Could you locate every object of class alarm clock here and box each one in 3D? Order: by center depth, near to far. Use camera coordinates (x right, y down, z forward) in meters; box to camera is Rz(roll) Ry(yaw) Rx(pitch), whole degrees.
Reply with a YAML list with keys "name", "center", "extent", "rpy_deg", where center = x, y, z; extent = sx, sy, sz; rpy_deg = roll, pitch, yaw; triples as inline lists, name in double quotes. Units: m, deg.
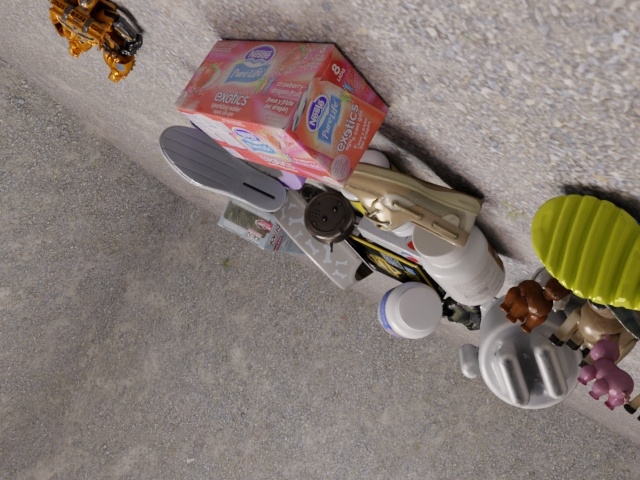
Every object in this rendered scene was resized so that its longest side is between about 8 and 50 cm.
- name: "alarm clock"
  center: [0.011, -0.073, 1.533]
  extent: [0.192, 0.129, 0.064]
  rpy_deg: [50, 179, 25]

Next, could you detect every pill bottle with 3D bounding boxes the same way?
- name: "pill bottle"
  center: [0.122, -0.081, 1.129]
  extent: [0.103, 0.103, 0.184]
  rpy_deg: [23, 169, 44]
- name: "pill bottle"
  center: [0.269, 0.031, 1.180]
  extent: [0.131, 0.131, 0.229]
  rpy_deg: [24, 170, 39]
- name: "pill bottle"
  center: [0.245, 0.191, 1.640]
  extent: [0.152, 0.152, 0.272]
  rpy_deg: [30, 173, 3]

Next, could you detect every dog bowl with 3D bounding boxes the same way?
- name: "dog bowl"
  center: [0.000, 0.000, 1.735]
  extent: [0.349, 0.102, 0.349]
  rpy_deg: [46, -179, -1]

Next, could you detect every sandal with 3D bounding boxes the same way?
- name: "sandal"
  center: [0.418, 0.039, 0.761]
  extent: [0.317, 0.126, 0.138]
  rpy_deg: [34, -162, 32]

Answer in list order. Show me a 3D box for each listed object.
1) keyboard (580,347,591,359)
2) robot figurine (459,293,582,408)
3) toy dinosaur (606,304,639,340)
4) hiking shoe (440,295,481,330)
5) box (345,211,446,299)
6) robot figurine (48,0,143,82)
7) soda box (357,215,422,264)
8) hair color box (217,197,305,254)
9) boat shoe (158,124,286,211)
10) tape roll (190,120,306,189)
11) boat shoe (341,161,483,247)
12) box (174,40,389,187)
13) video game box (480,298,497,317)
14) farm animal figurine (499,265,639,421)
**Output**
- name: "keyboard"
  center: [0.756, 0.334, 1.672]
  extent: [0.108, 0.023, 0.180]
  rpy_deg: [35, 175, 19]
- name: "robot figurine"
  center: [0.443, 0.227, 1.297]
  extent: [0.300, 0.200, 0.353]
  rpy_deg: [-14, -174, 18]
- name: "toy dinosaur"
  center: [0.412, 0.057, 0.841]
  extent: [0.268, 0.118, 0.064]
  rpy_deg: [55, 149, 37]
- name: "hiking shoe"
  center: [0.413, 0.204, 1.775]
  extent: [0.114, 0.086, 0.227]
  rpy_deg: [-4, 150, 18]
- name: "box"
  center: [0.213, 0.046, 1.684]
  extent: [0.257, 0.079, 0.322]
  rpy_deg: [24, 170, 30]
- name: "robot figurine"
  center: [-0.460, -0.421, 1.220]
  extent: [0.211, 0.085, 0.291]
  rpy_deg: [31, 172, -9]
- name: "soda box"
  center: [0.199, -0.006, 1.414]
  extent: [0.216, 0.074, 0.069]
  rpy_deg: [27, 171, 24]
- name: "hair color box"
  center: [-0.155, -0.046, 2.007]
  extent: [0.185, 0.114, 0.374]
  rpy_deg: [27, -173, 22]
- name: "boat shoe"
  center: [-0.217, -0.147, 1.316]
  extent: [0.302, 0.109, 0.094]
  rpy_deg: [31, 174, -22]
- name: "tape roll"
  center: [-0.137, -0.218, 1.279]
  extent: [0.274, 0.090, 0.275]
  rpy_deg: [30, 171, 5]
- name: "boat shoe"
  center: [0.121, -0.062, 0.988]
  extent: [0.302, 0.098, 0.109]
  rpy_deg: [15, -174, -18]
- name: "box"
  center: [-0.069, -0.203, 0.925]
  extent: [0.300, 0.142, 0.154]
  rpy_deg: [21, 168, 47]
- name: "video game box"
  center: [0.551, 0.234, 1.707]
  extent: [0.187, 0.048, 0.205]
  rpy_deg: [28, 172, 24]
- name: "farm animal figurine"
  center: [0.484, 0.145, 0.986]
  extent: [0.330, 0.172, 0.327]
  rpy_deg: [42, -165, 21]
